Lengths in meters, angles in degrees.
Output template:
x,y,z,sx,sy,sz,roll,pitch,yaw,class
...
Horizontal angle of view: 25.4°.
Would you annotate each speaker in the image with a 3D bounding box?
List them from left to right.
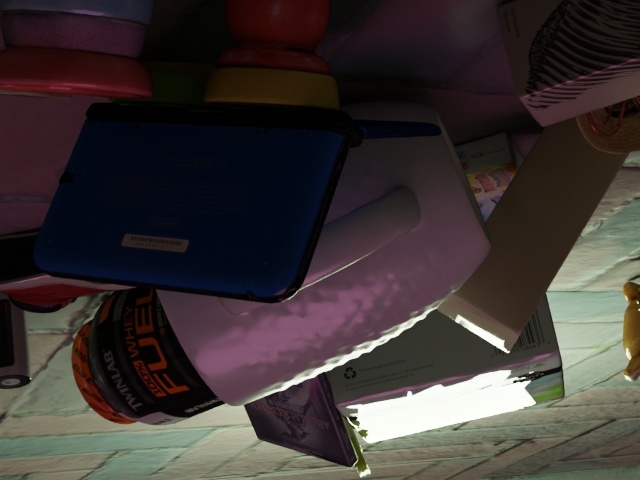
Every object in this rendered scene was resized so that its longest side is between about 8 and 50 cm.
x,y,z,sx,sy,sz,roll,pitch,yaw,class
-0.420,0.127,1.909,0.055,0.136,0.055,-8,156,-3,speaker

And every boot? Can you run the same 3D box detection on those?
x,y,z,sx,sy,sz,roll,pitch,yaw,class
-0.296,0.042,1.817,0.244,0.088,0.176,-4,162,6,boot

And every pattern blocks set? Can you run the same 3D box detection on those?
x,y,z,sx,sy,sz,roll,pitch,yaw,class
0.015,0.241,2.243,0.026,0.285,0.325,-24,155,-3,pattern blocks set

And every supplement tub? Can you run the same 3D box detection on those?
x,y,z,sx,sy,sz,roll,pitch,yaw,class
-0.171,0.128,1.934,0.338,0.207,0.207,-26,155,36,supplement tub

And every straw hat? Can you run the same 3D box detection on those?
x,y,z,sx,sy,sz,roll,pitch,yaw,class
0.334,-0.170,1.571,0.144,0.145,0.061,-5,-159,-14,straw hat

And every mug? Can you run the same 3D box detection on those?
x,y,z,sx,sy,sz,roll,pitch,yaw,class
0.000,0.000,1.502,0.328,0.276,0.374,-23,-176,8,mug

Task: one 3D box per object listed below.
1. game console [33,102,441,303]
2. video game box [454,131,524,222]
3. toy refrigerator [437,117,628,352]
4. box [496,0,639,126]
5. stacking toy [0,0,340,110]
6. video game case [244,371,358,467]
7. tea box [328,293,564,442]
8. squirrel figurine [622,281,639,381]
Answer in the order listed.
x,y,z,sx,sy,sz,roll,pitch,yaw,class
-0.074,-0.042,1.302,0.293,0.250,0.173,5,156,34,game console
0.174,-0.063,1.819,0.187,0.048,0.205,-18,159,15,video game box
0.249,-0.012,1.666,0.102,0.269,0.094,31,161,8,toy refrigerator
0.320,-0.211,1.382,0.275,0.113,0.094,-19,158,19,box
-0.157,-0.190,1.279,0.308,0.130,0.279,3,-177,-26,stacking toy
-0.060,0.210,2.115,0.196,0.274,0.026,10,-139,41,video game case
0.182,0.142,2.131,0.329,0.220,0.323,-14,161,7,tea box
0.647,0.103,2.302,0.370,0.281,0.397,-10,149,32,squirrel figurine
